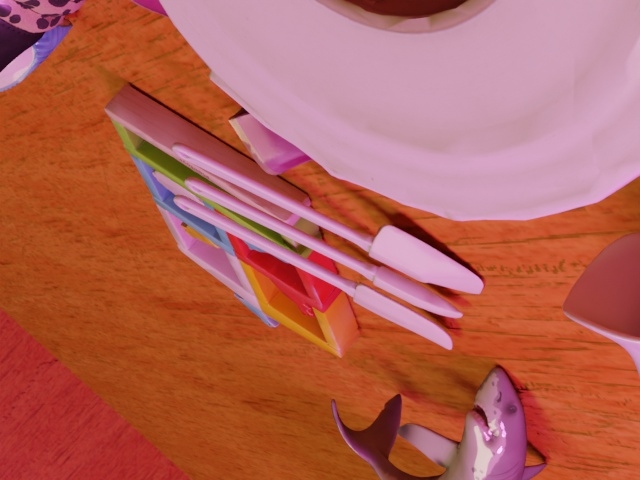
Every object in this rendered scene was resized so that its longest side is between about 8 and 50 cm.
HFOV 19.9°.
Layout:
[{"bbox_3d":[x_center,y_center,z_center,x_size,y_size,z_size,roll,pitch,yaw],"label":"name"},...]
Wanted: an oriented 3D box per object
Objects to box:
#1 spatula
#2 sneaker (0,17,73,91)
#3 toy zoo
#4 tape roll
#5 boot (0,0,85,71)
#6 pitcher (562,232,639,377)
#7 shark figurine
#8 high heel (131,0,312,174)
[{"bbox_3d":[0.000,0.000,1.331,0.242,0.019,0.168,28,164,6],"label":"spatula"},{"bbox_3d":[-0.282,-0.180,1.431,0.228,0.087,0.092,20,153,47],"label":"sneaker"},{"bbox_3d":[-0.064,-0.001,1.523,0.192,0.030,0.293,32,163,25],"label":"toy zoo"},{"bbox_3d":[0.038,-0.150,0.562,0.286,0.100,0.286,30,139,31],"label":"tape roll"},{"bbox_3d":[-0.336,-0.203,1.138,0.377,0.284,0.138,48,-153,-12],"label":"boot"},{"bbox_3d":[0.243,0.093,0.942,0.177,0.125,0.207,-5,123,48],"label":"pitcher"},{"bbox_3d":[0.122,0.190,1.514,0.278,0.116,0.166,-19,86,63],"label":"shark figurine"},{"bbox_3d":[-0.041,-0.147,1.036,0.117,0.082,0.244,-20,109,36],"label":"high heel"}]
